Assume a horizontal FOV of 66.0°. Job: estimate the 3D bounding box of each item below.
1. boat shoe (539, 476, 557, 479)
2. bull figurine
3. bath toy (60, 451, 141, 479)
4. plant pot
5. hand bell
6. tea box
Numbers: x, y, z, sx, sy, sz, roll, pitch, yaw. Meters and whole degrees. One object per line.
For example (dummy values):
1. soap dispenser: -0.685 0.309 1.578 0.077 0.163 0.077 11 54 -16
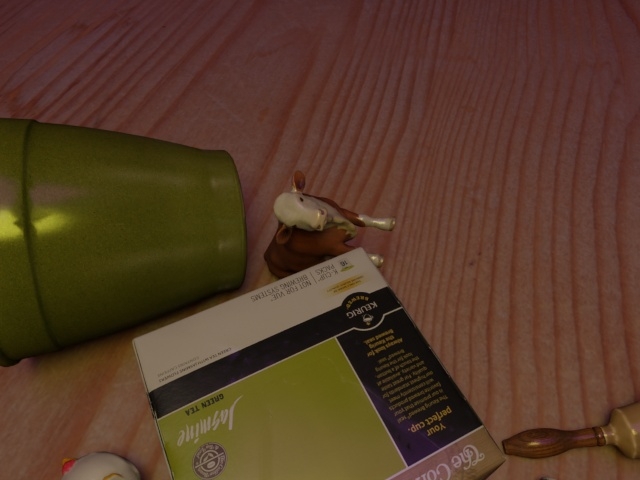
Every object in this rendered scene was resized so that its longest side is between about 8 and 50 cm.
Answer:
1. boat shoe: 0.364 0.395 0.612 0.219 0.078 0.070 28 56 29
2. bull figurine: 0.000 0.000 0.781 0.188 0.310 0.101 16 70 -10
3. bath toy: -0.374 0.396 0.582 0.129 0.152 0.348 4 42 49
4. plant pot: -0.310 -0.016 0.784 0.352 0.367 0.367 -6 52 -20
5. hand bell: 0.383 0.276 0.697 0.241 0.126 0.126 -9 52 7
6. tea box: -0.016 0.238 0.637 0.328 0.220 0.324 -21 54 -15
